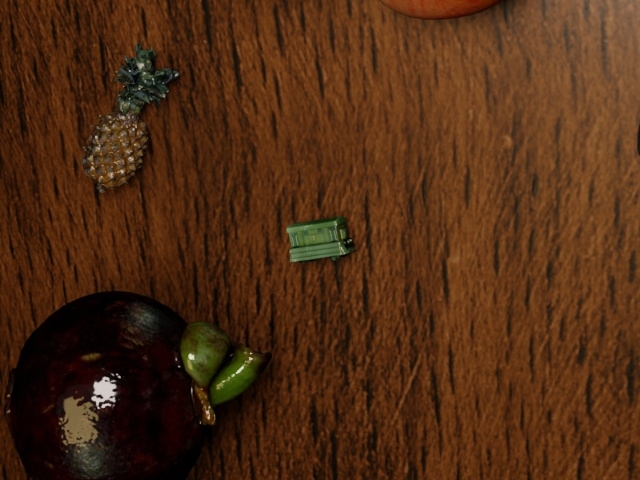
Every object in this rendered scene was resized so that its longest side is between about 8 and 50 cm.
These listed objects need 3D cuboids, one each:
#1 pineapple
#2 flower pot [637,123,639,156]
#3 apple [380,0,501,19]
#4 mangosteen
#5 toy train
[{"bbox_3d":[-0.266,-0.157,1.707,0.083,0.103,0.221,19,116,-16],"label":"pineapple"},{"bbox_3d":[0.532,-0.121,1.211,0.379,0.379,0.251,-36,107,30],"label":"flower pot"},{"bbox_3d":[0.137,-0.348,1.405,0.209,0.164,0.209,6,105,24],"label":"apple"},{"bbox_3d":[-0.247,0.222,1.703,0.360,0.306,0.306,3,107,1],"label":"mangosteen"},{"bbox_3d":[0.000,0.000,1.650,0.093,0.038,0.056,-8,95,29],"label":"toy train"}]
